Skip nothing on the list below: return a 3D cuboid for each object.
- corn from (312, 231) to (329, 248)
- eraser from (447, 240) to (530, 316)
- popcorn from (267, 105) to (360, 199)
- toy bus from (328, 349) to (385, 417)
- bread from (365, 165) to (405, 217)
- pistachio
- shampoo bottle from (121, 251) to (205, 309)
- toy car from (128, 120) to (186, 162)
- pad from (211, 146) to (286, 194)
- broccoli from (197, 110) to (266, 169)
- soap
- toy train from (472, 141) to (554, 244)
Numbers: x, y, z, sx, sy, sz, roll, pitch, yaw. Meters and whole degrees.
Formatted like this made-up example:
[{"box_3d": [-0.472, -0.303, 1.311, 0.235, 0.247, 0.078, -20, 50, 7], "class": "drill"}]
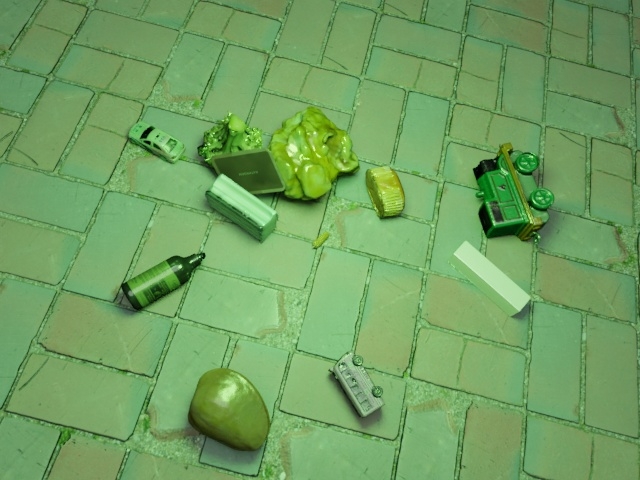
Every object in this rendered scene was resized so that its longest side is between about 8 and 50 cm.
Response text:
[{"box_3d": [0.000, 0.000, 1.822, 0.027, 0.028, 0.083, 39, 65, 16], "class": "corn"}, {"box_3d": [0.600, 0.136, 1.803, 0.298, 0.076, 0.078, 43, 69, 12], "class": "eraser"}, {"box_3d": [-0.043, -0.300, 1.841, 0.334, 0.292, 0.293, -41, 32, -13], "class": "popcorn"}, {"box_3d": [0.116, 0.458, 1.605, 0.108, 0.096, 0.199, -30, 76, -13], "class": "toy bus"}, {"box_3d": [0.243, -0.182, 1.868, 0.114, 0.132, 0.191, -11, 73, -10], "class": "bread"}, {"box_3d": [-0.264, 0.508, 1.508, 0.260, 0.163, 0.213, 26, 100, 3], "class": "pistachio"}, {"box_3d": [-0.511, 0.118, 1.676, 0.283, 0.101, 0.101, -31, 74, -18], "class": "shampoo bottle"}, {"box_3d": [-0.619, -0.379, 1.888, 0.224, 0.076, 0.090, 29, 69, 6], "class": "toy car"}, {"box_3d": [-0.255, -0.236, 1.766, 0.266, 0.176, 0.002, -3, 37, 31], "class": "pad"}, {"box_3d": [-0.319, -0.351, 1.818, 0.247, 0.243, 0.263, -19, 77, -19], "class": "broccoli"}, {"box_3d": [-0.274, -0.112, 1.772, 0.261, 0.150, 0.094, 34, 71, 8], "class": "soap"}, {"box_3d": [0.708, -0.173, 1.902, 0.249, 0.178, 0.429, -13, 69, 1], "class": "toy train"}]
